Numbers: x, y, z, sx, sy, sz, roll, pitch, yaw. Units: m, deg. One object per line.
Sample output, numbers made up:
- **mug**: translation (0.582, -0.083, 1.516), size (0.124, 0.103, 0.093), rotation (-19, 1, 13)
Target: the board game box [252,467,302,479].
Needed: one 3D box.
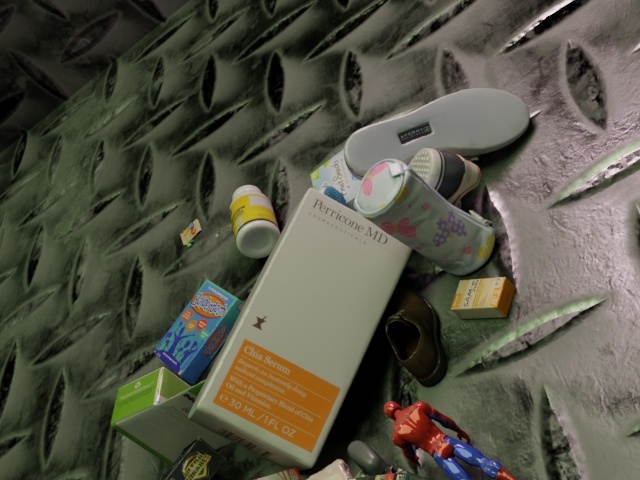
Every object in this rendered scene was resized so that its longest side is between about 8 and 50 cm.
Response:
- **board game box**: translation (-0.139, 0.462, 1.697), size (0.193, 0.147, 0.045), rotation (-41, 66, 34)

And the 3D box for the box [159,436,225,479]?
- **box**: translation (-0.299, 0.499, 1.782), size (0.295, 0.073, 0.293), rotation (-51, 1, -19)

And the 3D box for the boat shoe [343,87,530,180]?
- **boat shoe**: translation (0.229, -0.187, 1.962), size (0.367, 0.156, 0.136), rotation (-19, 76, 0)

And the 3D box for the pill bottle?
- **pill bottle**: translation (-0.155, -0.049, 2.288), size (0.103, 0.103, 0.184), rotation (-39, 35, 14)

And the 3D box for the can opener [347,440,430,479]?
- **can opener**: translation (0.117, 0.386, 1.543), size (0.074, 0.093, 0.280), rotation (-47, 22, -18)

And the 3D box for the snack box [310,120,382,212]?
- **snack box**: translation (0.085, -0.133, 2.131), size (0.207, 0.070, 0.174), rotation (-37, 36, 19)

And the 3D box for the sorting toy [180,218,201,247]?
- **sorting toy**: translation (-0.331, -0.016, 2.534), size (0.062, 0.012, 0.083), rotation (-42, 34, 10)

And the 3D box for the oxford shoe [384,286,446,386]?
- **oxford shoe**: translation (0.156, 0.147, 1.755), size (0.083, 0.096, 0.227), rotation (-40, 33, 15)

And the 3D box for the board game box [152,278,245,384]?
- **board game box**: translation (-0.269, 0.202, 2.220), size (0.210, 0.047, 0.160), rotation (-54, 34, -9)

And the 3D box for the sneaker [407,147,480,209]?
- **sneaker**: translation (0.188, -0.061, 1.913), size (0.321, 0.127, 0.126), rotation (136, 136, -55)

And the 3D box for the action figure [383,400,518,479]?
- **action figure**: translation (0.211, 0.340, 1.523), size (0.280, 0.139, 0.091), rotation (35, 82, 33)

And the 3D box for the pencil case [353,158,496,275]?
- **pencil case**: translation (0.188, -0.038, 1.748), size (0.124, 0.273, 0.113), rotation (-29, 45, 38)

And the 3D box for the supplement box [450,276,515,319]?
- **supplement box**: translation (0.280, 0.100, 1.712), size (0.098, 0.036, 0.062), rotation (-8, 50, 45)

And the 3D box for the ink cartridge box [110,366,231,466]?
- **ink cartridge box**: translation (-0.252, 0.330, 1.952), size (0.255, 0.189, 0.097), rotation (-28, 37, 25)

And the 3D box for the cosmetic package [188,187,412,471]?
- **cosmetic package**: translation (-0.032, 0.162, 1.795), size (0.453, 0.230, 0.161), rotation (-64, 5, -21)

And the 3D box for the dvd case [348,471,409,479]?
- **dvd case**: translation (0.079, 0.396, 1.499), size (0.119, 0.013, 0.087), rotation (-18, 44, 40)

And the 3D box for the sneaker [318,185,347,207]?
- **sneaker**: translation (0.000, 0.000, 2.032), size (0.092, 0.087, 0.229), rotation (-8, 73, 47)

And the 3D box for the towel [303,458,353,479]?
- **towel**: translation (-0.039, 0.540, 1.513), size (0.332, 0.053, 0.317), rotation (-32, 47, -2)
